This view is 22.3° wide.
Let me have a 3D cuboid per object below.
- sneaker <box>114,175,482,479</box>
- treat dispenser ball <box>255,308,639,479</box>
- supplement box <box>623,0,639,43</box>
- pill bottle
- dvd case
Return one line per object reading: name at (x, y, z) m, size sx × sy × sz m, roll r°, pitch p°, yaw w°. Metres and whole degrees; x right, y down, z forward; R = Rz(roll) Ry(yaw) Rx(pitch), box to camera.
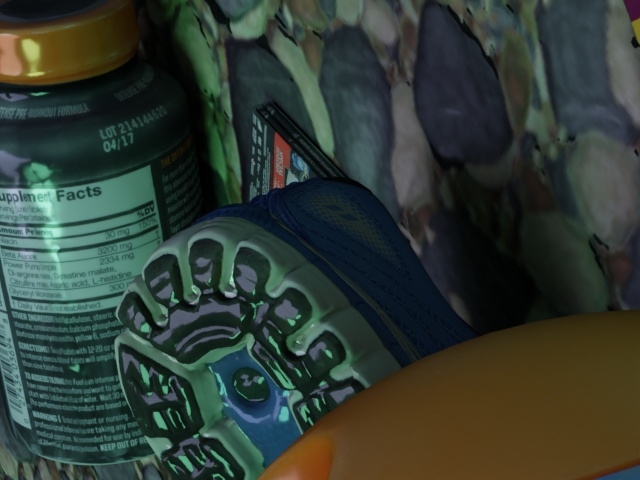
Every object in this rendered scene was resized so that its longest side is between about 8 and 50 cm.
sneaker at (0.057, 0.117, 0.634) m, size 0.130 × 0.147 × 0.330 m, roll -17°, pitch 106°, yaw 35°
treat dispenser ball at (0.086, 0.160, 0.405) m, size 0.288 × 0.288 × 0.288 m, roll 42°, pitch 143°, yaw 44°
supplement box at (0.106, -0.104, 0.449) m, size 0.043 × 0.055 × 0.083 m, roll -22°, pitch 89°, yaw 63°
pill bottle at (-0.126, -0.013, 0.877) m, size 0.130 × 0.130 × 0.245 m, roll 30°, pitch 133°, yaw 53°
dvd case at (0.000, 0.000, 0.774) m, size 0.119 × 0.013 × 0.087 m, roll 48°, pitch 147°, yaw 39°
